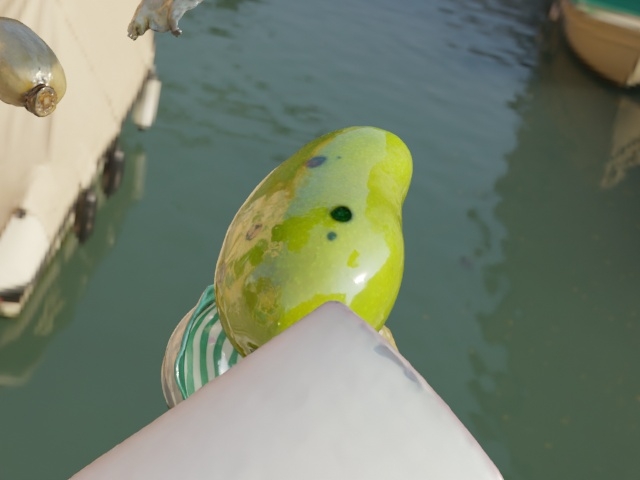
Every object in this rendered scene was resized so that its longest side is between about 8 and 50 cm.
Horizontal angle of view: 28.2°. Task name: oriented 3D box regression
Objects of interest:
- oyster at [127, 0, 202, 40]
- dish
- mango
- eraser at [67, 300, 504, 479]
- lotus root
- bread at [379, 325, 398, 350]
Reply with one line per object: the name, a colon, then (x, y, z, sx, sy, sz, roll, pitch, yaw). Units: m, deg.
oyster: (-0.082, -0.243, 1.083, 0.209, 0.072, 0.133, -28, 19, 5)
dish: (-0.128, 0.170, 1.588, 0.078, 0.224, 0.246, -12, -13, 32)
mango: (0.000, 0.000, 1.163, 0.175, 0.143, 0.293, -5, 40, 27)
eraser: (-0.046, 0.172, 0.758, 0.270, 0.094, 0.174, -35, 62, -16)
lotus root: (-0.261, -0.153, 1.084, 0.073, 0.062, 0.150, 10, 26, -47)
bread: (-0.001, 0.210, 1.958, 0.244, 0.244, 0.134, -4, 15, -31)
